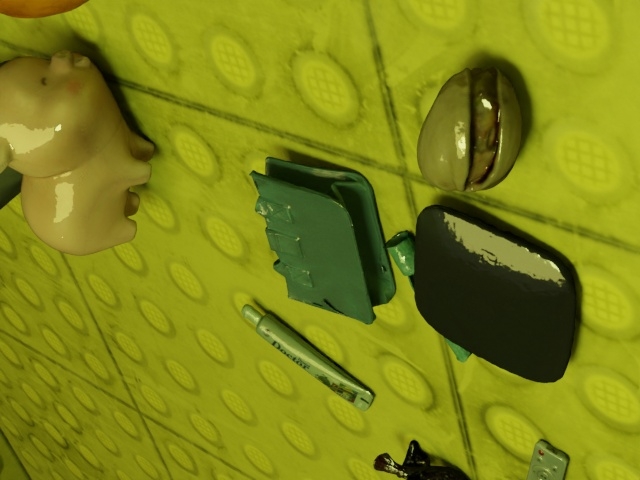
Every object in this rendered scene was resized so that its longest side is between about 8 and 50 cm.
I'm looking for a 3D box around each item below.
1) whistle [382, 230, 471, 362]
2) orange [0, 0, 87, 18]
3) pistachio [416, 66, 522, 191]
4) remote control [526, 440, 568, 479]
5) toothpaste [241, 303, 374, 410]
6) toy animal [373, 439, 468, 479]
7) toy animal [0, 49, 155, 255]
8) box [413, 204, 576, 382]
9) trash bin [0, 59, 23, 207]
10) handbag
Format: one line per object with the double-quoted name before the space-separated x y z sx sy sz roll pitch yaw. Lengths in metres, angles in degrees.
"whistle" 0.144 0.073 1.494 0.039 0.039 0.186 -8 120 56
"orange" -0.350 -0.395 1.356 0.283 0.226 0.284 10 139 9
"pistachio" 0.155 -0.110 1.201 0.113 0.113 0.149 33 133 24
"remote control" 0.308 0.338 1.618 0.050 0.027 0.184 30 142 26
"toothpaste" -0.023 0.181 1.851 0.255 0.037 0.067 37 149 11
"toy animal" 0.184 0.370 1.775 0.202 0.070 0.105 26 -171 19
"toy animal" -0.384 -0.130 1.755 0.237 0.269 0.326 -105 25 -54
"box" 0.203 0.062 1.382 0.212 0.042 0.201 24 136 26
"trash bin" -0.557 -0.148 1.913 0.219 0.250 0.220 50 158 -6
"handbag" 0.000 0.000 1.552 0.179 0.062 0.229 16 139 34
